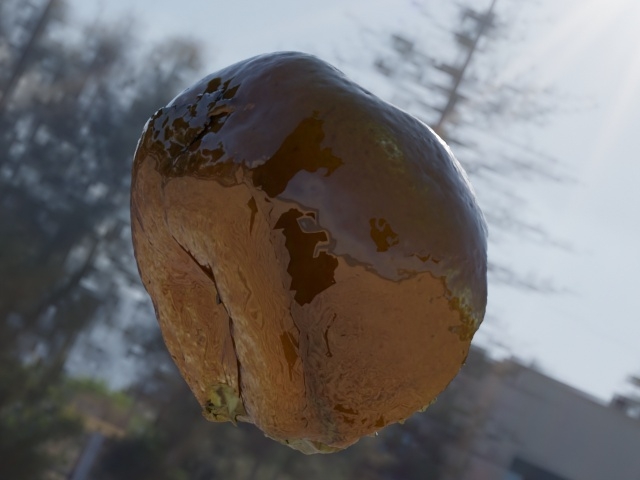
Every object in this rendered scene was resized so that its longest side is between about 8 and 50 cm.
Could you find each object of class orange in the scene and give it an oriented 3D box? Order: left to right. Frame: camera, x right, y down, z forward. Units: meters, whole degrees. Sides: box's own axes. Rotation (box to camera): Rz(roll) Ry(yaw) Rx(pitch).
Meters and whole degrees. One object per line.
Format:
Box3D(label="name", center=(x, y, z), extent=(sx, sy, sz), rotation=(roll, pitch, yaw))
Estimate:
Box3D(label="orange", center=(0.000, 0.000, 0.347), extent=(0.086, 0.062, 0.086), rotation=(46, -31, 38))
